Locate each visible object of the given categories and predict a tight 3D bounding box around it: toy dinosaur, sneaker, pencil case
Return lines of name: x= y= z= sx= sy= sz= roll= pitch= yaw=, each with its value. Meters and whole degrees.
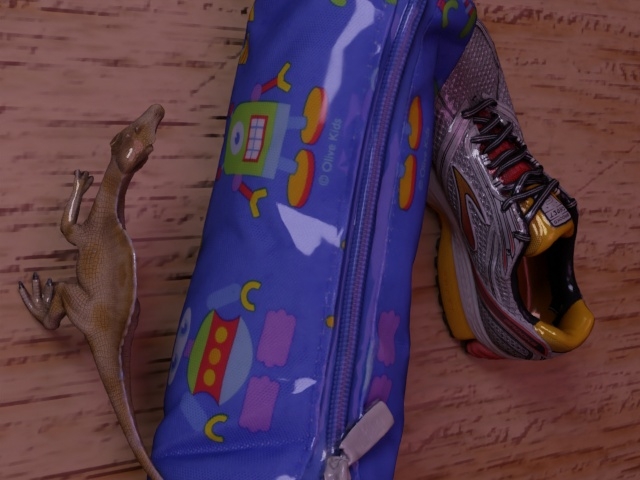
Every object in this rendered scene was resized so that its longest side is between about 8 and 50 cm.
toy dinosaur: x=-0.100 y=0.031 z=0.464 sx=0.053 sy=0.092 sz=0.183 roll=-2 pitch=89 yaw=-31
sneaker: x=0.114 y=-0.032 z=0.614 sx=0.088 sy=0.092 sz=0.225 roll=-28 pitch=106 yaw=-31
pencil case: x=0.000 y=0.000 z=0.512 sx=0.119 sy=0.133 sz=0.306 roll=15 pitch=82 yaw=-30
